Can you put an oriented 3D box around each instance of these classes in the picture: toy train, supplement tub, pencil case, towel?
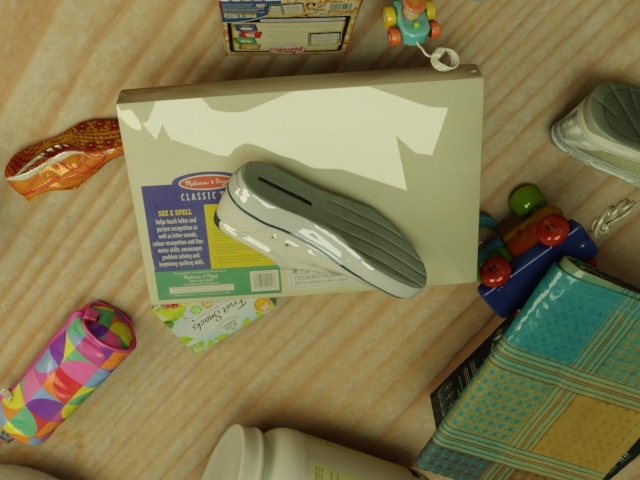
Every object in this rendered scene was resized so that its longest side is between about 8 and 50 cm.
[{"bbox_3d":[0.298,-0.023,1.205,0.248,0.143,0.105,-38,130,11],"label":"toy train"},{"bbox_3d":[-0.008,0.417,1.386,0.325,0.235,0.235,22,117,-16],"label":"supplement tub"},{"bbox_3d":[0.140,-0.275,1.040,0.125,0.166,0.046,24,156,5],"label":"toy train"},{"bbox_3d":[-0.361,0.188,1.303,0.104,0.104,0.236,38,110,-23],"label":"pencil case"},{"bbox_3d":[0.327,0.206,1.238,0.271,0.040,0.370,22,118,-17],"label":"towel"}]

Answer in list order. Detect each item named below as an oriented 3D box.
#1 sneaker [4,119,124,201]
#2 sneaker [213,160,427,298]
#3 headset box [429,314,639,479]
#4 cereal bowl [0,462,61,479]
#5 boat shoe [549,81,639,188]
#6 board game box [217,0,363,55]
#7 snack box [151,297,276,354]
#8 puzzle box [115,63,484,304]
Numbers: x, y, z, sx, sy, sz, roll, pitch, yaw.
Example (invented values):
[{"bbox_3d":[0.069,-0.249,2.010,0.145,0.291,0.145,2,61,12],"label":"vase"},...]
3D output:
[{"bbox_3d":[-0.304,-0.101,1.162,0.175,0.064,0.067,-17,141,12],"label":"sneaker"},{"bbox_3d":[0.000,0.000,1.063,0.258,0.094,0.091,30,132,-15],"label":"sneaker"},{"bbox_3d":[0.334,0.244,1.365,0.246,0.131,0.283,33,114,-18],"label":"headset box"},{"bbox_3d":[-0.491,0.466,1.434,0.339,0.141,0.339,-2,122,-3],"label":"cereal bowl"},{"bbox_3d":[0.450,-0.102,1.191,0.320,0.118,0.103,17,157,-17],"label":"boat shoe"},{"bbox_3d":[-0.036,-0.248,1.014,0.147,0.193,0.045,-1,85,-4],"label":"board game box"},{"bbox_3d":[-0.147,0.085,1.290,0.141,0.037,0.100,-32,120,14],"label":"snack box"},{"bbox_3d":[-0.017,-0.061,1.096,0.409,0.052,0.272,-4,121,-1],"label":"puzzle box"}]
